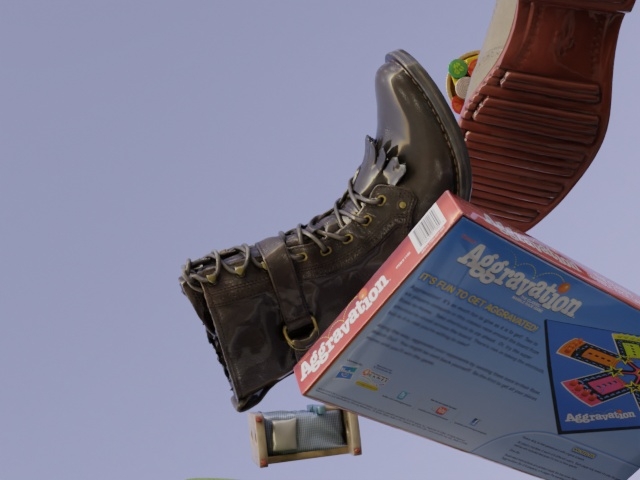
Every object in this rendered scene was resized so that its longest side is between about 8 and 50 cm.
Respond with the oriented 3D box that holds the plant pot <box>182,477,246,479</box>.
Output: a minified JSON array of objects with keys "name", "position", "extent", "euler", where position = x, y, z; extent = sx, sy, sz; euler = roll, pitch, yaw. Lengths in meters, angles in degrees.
[{"name":"plant pot","position":[-0.047,0.405,1.032],"extent":[0.207,0.227,0.228],"euler":[-4,-74,-8]}]

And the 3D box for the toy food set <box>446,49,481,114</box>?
[{"name":"toy food set","position":[0.178,-0.170,1.026],"extent":[0.082,0.020,0.083],"euler":[-20,-93,-7]}]

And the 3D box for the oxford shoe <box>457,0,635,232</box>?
[{"name":"oxford shoe","position":[0.198,-0.160,0.824],"extent":[0.122,0.130,0.348],"euler":[15,-57,-2]}]

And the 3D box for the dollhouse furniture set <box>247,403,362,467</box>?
[{"name":"dollhouse furniture set","position":[-0.031,0.186,1.192],"extent":[0.129,0.129,0.184],"euler":[-6,-97,-10]}]

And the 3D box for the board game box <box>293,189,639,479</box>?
[{"name":"board game box","position":[0.136,0.080,0.585],"extent":[0.281,0.027,0.145],"euler":[25,-63,-32]}]

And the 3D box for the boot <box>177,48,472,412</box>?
[{"name":"boot","position":[0.000,0.000,0.730],"extent":[0.228,0.091,0.263],"euler":[-16,-65,-13]}]
